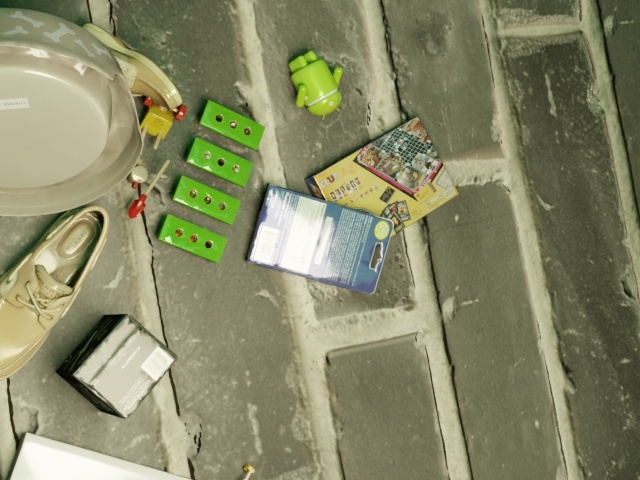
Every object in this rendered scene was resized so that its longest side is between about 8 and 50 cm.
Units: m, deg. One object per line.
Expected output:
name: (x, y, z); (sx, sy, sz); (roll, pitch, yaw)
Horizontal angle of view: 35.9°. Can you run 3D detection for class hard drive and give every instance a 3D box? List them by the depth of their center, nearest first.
hard drive: (-0.333, 0.431, 1.497); (0.307, 0.040, 0.203); (22, 76, -20)

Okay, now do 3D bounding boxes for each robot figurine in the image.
robot figurine: (-0.007, -0.267, 1.706); (0.101, 0.067, 0.115); (-33, 98, -36)

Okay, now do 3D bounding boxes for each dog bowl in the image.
dog bowl: (-0.424, -0.176, 1.375); (0.349, 0.349, 0.102); (4, 53, -24)

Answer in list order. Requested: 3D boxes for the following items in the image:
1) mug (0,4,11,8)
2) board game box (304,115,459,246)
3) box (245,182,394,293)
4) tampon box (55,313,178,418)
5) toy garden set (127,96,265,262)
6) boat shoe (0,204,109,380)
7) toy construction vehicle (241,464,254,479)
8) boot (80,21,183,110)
mug: (-0.472, -0.270, 1.455); (0.097, 0.129, 0.157); (14, 49, -26)
board game box: (0.112, -0.095, 1.754); (0.243, 0.042, 0.165); (-31, 97, -24)
box: (0.000, 0.000, 1.665); (0.225, 0.036, 0.136); (16, 90, -11)
tampon box: (-0.305, 0.185, 1.470); (0.101, 0.161, 0.120); (45, 70, -14)
toy garden set: (-0.223, -0.112, 1.605); (0.204, 0.049, 0.244); (23, 76, -22)
boat shoe: (-0.415, 0.072, 1.468); (0.109, 0.098, 0.302); (39, 70, -16)
toy construction vehicle: (-0.120, 0.424, 1.597); (0.086, 0.035, 0.098); (46, 69, -13)
boot: (-0.335, -0.225, 1.520); (0.213, 0.077, 0.165); (34, 71, 15)
